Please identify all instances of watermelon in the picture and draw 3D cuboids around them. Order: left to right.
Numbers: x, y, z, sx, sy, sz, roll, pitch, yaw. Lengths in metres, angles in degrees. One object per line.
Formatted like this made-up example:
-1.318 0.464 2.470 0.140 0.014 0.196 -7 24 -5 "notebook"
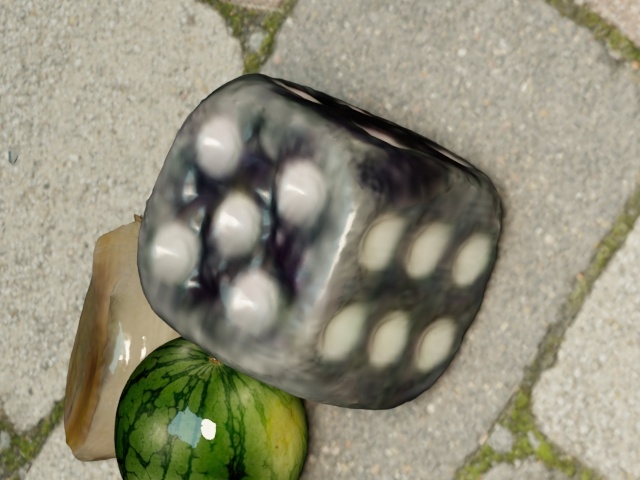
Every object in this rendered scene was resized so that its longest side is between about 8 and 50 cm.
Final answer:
-0.079 0.156 1.336 0.140 0.140 0.187 29 129 34 "watermelon"

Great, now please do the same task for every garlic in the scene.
-0.141 0.078 1.420 0.101 0.087 0.195 7 91 48 "garlic"

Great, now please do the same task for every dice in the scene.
0.000 0.000 1.266 0.183 0.182 0.181 31 103 36 "dice"
